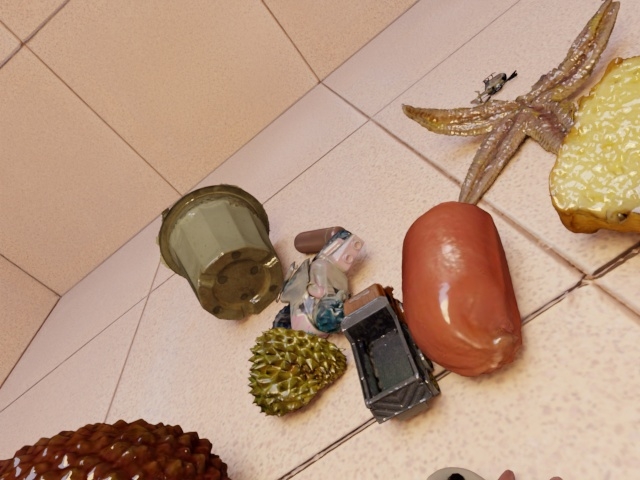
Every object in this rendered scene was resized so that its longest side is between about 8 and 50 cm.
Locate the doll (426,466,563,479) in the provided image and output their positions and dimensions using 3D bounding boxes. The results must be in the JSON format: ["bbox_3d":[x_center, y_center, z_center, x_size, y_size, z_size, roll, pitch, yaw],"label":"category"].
[{"bbox_3d":[0.130,0.269,0.319,0.211,0.093,0.262,-26,16,-13],"label":"doll"}]

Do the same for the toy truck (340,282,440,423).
[{"bbox_3d":[0.088,0.144,0.569,0.083,0.092,0.192,-34,33,15],"label":"toy truck"}]

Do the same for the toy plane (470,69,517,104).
[{"bbox_3d":[0.395,-0.353,0.989,0.121,0.031,0.049,-38,35,2],"label":"toy plane"}]

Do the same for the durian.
[{"bbox_3d":[-0.059,0.206,0.652,0.187,0.119,0.108,-20,30,34],"label":"durian"}]

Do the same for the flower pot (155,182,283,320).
[{"bbox_3d":[-0.213,0.040,0.995,0.290,0.290,0.259,-43,39,-2],"label":"flower pot"}]

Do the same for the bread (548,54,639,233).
[{"bbox_3d":[0.376,-0.094,0.500,0.143,0.139,0.229,18,74,57],"label":"bread"}]

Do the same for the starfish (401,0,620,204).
[{"bbox_3d":[0.356,-0.236,0.761,0.398,0.132,0.383,-11,46,23],"label":"starfish"}]

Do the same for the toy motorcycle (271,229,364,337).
[{"bbox_3d":[0.014,0.093,0.749,0.204,0.108,0.239,18,88,65],"label":"toy motorcycle"}]

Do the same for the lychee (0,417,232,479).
[{"bbox_3d":[-0.268,0.362,0.508,0.330,0.306,0.306,-29,18,-31],"label":"lychee"}]

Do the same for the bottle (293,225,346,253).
[{"bbox_3d":[0.000,0.000,0.956,0.140,0.053,0.053,-8,42,49],"label":"bottle"}]

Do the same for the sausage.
[{"bbox_3d":[0.174,0.049,0.556,0.148,0.148,0.254,-23,32,33],"label":"sausage"}]
